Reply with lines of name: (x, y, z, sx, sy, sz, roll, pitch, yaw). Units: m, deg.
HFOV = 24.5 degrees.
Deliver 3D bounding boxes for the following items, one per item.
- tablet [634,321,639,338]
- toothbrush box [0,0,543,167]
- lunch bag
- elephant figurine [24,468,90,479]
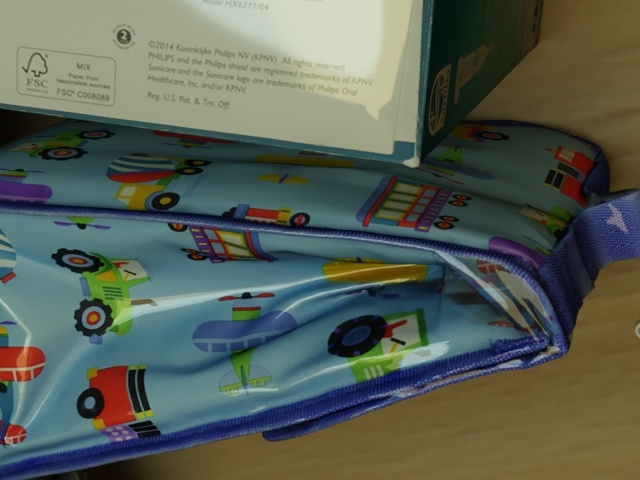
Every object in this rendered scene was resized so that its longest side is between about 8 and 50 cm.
tablet: (0.205, 0.040, 0.735, 0.083, 0.006, 0.054, -40, 91, 21)
toothbrush box: (-0.027, -0.131, 0.600, 0.216, 0.295, 0.126, 9, 106, 15)
lunch bag: (0.000, 0.000, 0.668, 0.293, 0.221, 0.138, -7, 103, 18)
elephant figurine: (-0.177, 0.151, 0.787, 0.169, 0.186, 0.239, -8, 95, 26)
